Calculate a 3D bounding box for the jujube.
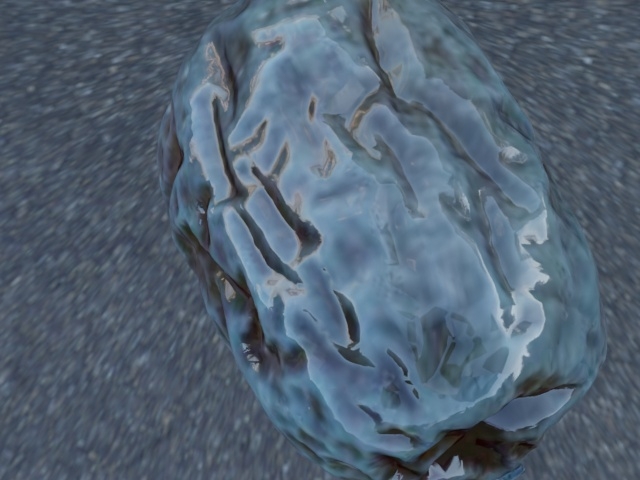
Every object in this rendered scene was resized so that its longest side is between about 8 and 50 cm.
[{"bbox_3d":[0.029,-0.006,0.966,0.226,0.226,0.317,-27,68,5],"label":"jujube"}]
